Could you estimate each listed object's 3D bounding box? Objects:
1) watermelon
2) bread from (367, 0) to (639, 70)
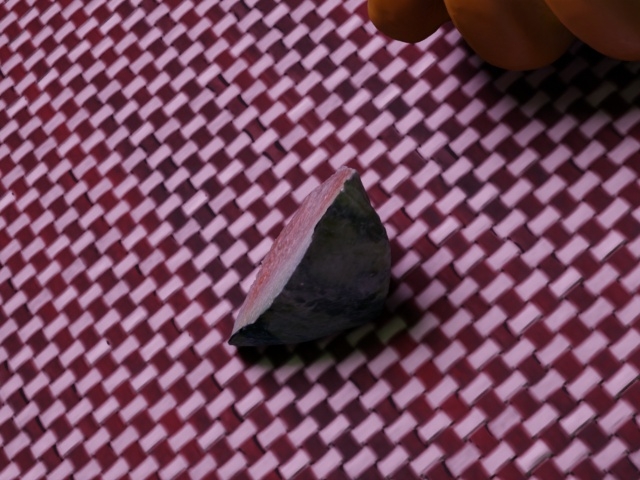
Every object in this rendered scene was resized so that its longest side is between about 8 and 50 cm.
[{"bbox_3d":[0.001,0.008,1.167,0.180,0.081,0.094,148,126,-64],"label":"watermelon"},{"bbox_3d":[0.145,-0.232,1.176,0.270,0.211,0.315,-11,47,41],"label":"bread"}]
